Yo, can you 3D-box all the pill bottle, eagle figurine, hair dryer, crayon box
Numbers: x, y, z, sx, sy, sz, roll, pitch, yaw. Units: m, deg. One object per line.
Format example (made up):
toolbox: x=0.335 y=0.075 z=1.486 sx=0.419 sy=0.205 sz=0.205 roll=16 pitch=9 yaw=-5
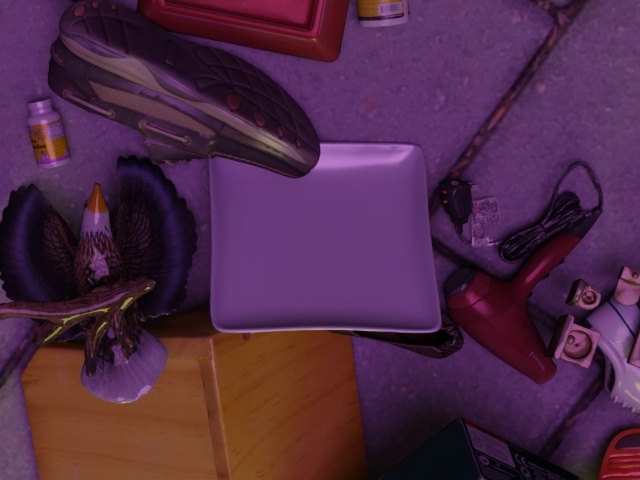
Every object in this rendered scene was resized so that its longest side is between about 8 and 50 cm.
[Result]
pill bottle: x=0.074 y=-0.324 z=1.807 sx=0.065 sy=0.065 sz=0.116 roll=-6 pitch=104 yaw=-5
eagle figurine: x=-0.264 y=0.027 z=1.744 sx=0.226 sy=0.298 sz=0.225 roll=30 pitch=101 yaw=-18
pill bottle: x=-0.339 y=-0.133 z=1.818 sx=0.043 sy=0.043 sz=0.083 roll=-13 pitch=104 yaw=-3
hair dryer: x=0.271 y=0.051 z=1.915 sx=0.224 sy=0.080 sz=0.293 roll=-5 pitch=105 yaw=-6
crayon box: x=0.183 y=0.399 z=1.862 sx=0.313 sy=0.106 sz=0.363 roll=-40 pitch=133 yaw=22

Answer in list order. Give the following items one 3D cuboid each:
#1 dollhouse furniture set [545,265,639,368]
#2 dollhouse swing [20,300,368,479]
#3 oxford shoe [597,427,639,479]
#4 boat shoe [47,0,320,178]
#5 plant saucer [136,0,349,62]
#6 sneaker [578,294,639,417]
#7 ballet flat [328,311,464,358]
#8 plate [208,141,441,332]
dollhouse furniture set: x=0.384 y=0.106 z=1.854 sx=0.151 sy=0.123 sz=0.144 roll=20 pitch=88 yaw=6
dollhouse swing: x=-0.162 y=0.246 z=1.925 sx=0.315 sy=0.305 sz=0.346 roll=-22 pitch=110 yaw=-44
oxford shoe: x=0.434 y=0.439 z=2.019 sx=0.130 sy=0.133 sz=0.363 roll=0 pitch=86 yaw=9
boat shoe: x=-0.169 y=-0.166 z=1.802 sx=0.355 sy=0.132 sz=0.130 roll=28 pitch=125 yaw=-12
plant saucer: x=-0.083 y=-0.361 z=1.766 sx=0.259 sy=0.048 sz=0.259 roll=11 pitch=102 yaw=2
sneaker: x=0.431 y=0.195 z=1.970 sx=0.091 sy=0.094 sz=0.258 roll=-30 pitch=95 yaw=5
ballet flat: x=0.087 y=0.101 z=1.877 sx=0.250 sy=0.058 sz=0.084 roll=22 pitch=91 yaw=-31
plate: x=0.000 y=0.000 z=1.817 sx=0.278 sy=0.045 sz=0.277 roll=1 pitch=59 yaw=-7
